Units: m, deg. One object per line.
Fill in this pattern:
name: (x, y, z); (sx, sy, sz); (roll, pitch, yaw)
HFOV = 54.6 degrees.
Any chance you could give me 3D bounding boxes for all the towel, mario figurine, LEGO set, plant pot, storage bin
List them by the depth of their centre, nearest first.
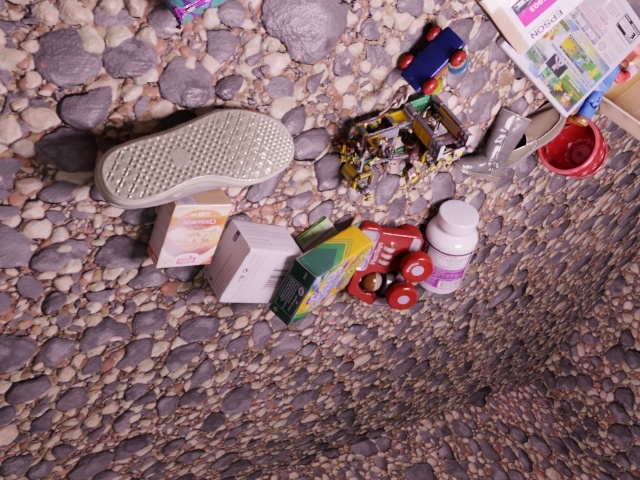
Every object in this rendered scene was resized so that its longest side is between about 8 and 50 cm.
LEGO set: (0.224, -0.202, 1.556); (0.331, 0.192, 0.255); (-18, 149, -26)
towel: (0.000, 0.000, 1.770); (0.113, 0.023, 0.152); (-39, 143, -2)
mario figurine: (0.808, -0.499, 1.806); (0.320, 0.170, 0.198); (-54, 155, 10)
storage bin: (1.069, -0.449, 1.960); (0.260, 0.262, 0.123); (-40, 145, 5)
plant pot: (0.818, -0.290, 1.990); (0.174, 0.191, 0.191); (12, 122, -50)

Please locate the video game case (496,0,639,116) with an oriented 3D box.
video game case: (0.664, -0.532, 1.626); (0.329, 0.036, 0.300); (33, 107, -32)

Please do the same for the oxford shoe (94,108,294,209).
oxford shoe: (-0.255, -0.167, 1.283); (0.449, 0.169, 0.130); (-21, -176, -34)

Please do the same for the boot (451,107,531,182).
boot: (0.499, -0.287, 1.818); (0.189, 0.076, 0.208); (9, 120, -24)

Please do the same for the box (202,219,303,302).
box: (-0.174, 0.057, 1.596); (0.182, 0.119, 0.181); (7, 126, -44)

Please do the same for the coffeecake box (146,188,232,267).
coffeecake box: (-0.304, -0.029, 1.433); (0.142, 0.068, 0.185); (-4, 134, -39)

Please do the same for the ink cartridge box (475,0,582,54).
ink cartridge box: (0.434, -0.523, 1.241); (0.234, 0.088, 0.193); (-41, 136, 21)

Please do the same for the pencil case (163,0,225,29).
pencil case: (-0.196, -0.429, 1.073); (0.151, 0.070, 0.064); (-31, 144, -10)

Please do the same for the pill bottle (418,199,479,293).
pill bottle: (0.411, 0.020, 2.011); (0.169, 0.169, 0.302); (-18, 140, -25)

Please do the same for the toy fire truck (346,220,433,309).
toy fire truck: (0.186, 0.077, 1.918); (0.253, 0.169, 0.302); (9, 128, -16)

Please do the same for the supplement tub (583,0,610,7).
supplement tub: (0.688, -0.708, 1.369); (0.325, 0.235, 0.235); (-43, 144, 9)

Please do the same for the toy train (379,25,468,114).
toy train: (0.249, -0.384, 1.496); (0.248, 0.105, 0.143); (-44, 161, 18)

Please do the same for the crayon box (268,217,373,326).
crayon box: (0.019, 0.082, 1.701); (0.323, 0.083, 0.203); (-32, 157, -48)

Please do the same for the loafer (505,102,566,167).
loafer: (0.637, -0.323, 1.879); (0.251, 0.094, 0.087); (-46, 148, 12)
